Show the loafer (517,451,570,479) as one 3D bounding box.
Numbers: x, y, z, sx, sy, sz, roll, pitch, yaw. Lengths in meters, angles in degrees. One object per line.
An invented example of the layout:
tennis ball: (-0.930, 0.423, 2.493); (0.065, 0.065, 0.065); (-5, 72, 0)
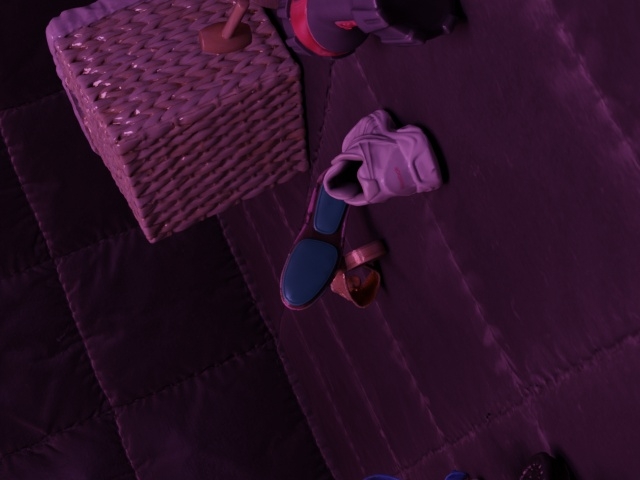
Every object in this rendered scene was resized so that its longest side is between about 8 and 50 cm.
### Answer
loafer: (0.267, 0.338, 1.197); (0.080, 0.078, 0.220); (140, 125, -64)

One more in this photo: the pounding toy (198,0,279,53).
pounding toy: (-0.046, -0.324, 1.251); (0.155, 0.154, 0.269); (60, 148, 36)

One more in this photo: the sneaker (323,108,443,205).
sneaker: (0.049, -0.091, 1.285); (0.232, 0.115, 0.090); (-153, 41, -74)

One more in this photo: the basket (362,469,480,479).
basket: (0.133, 0.402, 1.319); (0.289, 0.255, 0.201); (12, 132, 24)

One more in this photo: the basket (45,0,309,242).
basket: (-0.218, -0.222, 1.788); (0.266, 0.331, 0.328); (60, 168, 27)

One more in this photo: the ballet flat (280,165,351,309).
ballet flat: (0.000, 0.000, 1.616); (0.079, 0.077, 0.221); (90, -163, -80)

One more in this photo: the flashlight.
flashlight: (0.044, -0.229, 1.107); (0.304, 0.103, 0.103); (-154, 46, -68)

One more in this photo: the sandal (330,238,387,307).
sandal: (0.054, 0.064, 1.681); (0.079, 0.088, 0.240); (66, 163, 6)
